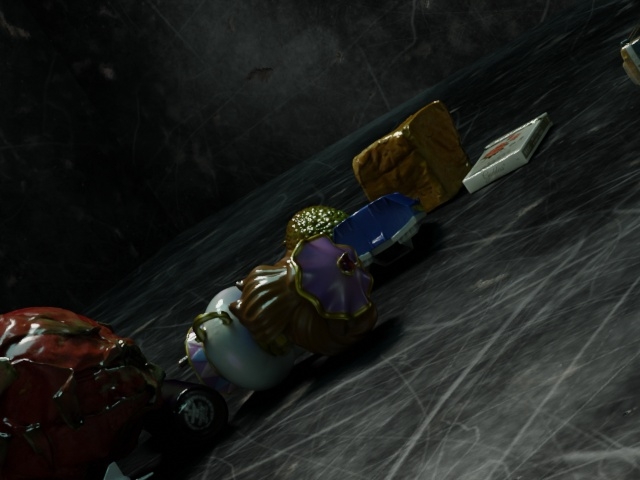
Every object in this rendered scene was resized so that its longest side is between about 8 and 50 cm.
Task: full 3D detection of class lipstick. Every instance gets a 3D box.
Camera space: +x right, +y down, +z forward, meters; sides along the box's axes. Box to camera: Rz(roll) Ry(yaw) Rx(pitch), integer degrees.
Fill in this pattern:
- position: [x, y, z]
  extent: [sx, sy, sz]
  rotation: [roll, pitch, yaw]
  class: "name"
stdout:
- position: [-0.197, 0.217, 1.709]
  extent: [0.081, 0.081, 0.300]
  rotation: [-37, 11, -22]
  class: "lipstick"

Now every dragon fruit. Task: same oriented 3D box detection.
- position: [-0.326, 0.197, 1.617]
  extent: [0.299, 0.244, 0.244]
  rotation: [-10, 14, 15]
  class: "dragon fruit"

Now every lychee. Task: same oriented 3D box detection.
- position: [0.000, 0.000, 2.143]
  extent: [0.146, 0.114, 0.114]
  rotation: [-6, 23, 35]
  class: "lychee"

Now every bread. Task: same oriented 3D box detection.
- position: [0.151, -0.120, 2.154]
  extent: [0.149, 0.143, 0.158]
  rotation: [-29, 5, 31]
  class: "bread"

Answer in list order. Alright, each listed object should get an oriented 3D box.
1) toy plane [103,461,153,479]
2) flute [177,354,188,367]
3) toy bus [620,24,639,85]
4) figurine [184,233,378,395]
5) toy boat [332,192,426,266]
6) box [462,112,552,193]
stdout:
- position: [-0.264, 0.309, 1.480]
  extent: [0.162, 0.065, 0.171]
  rotation: [-25, 14, 46]
  class: "toy plane"
- position: [-0.125, 0.130, 2.207]
  extent: [0.269, 0.014, 0.014]
  rotation: [-34, 8, -8]
  class: "flute"
- position: [0.489, -0.275, 1.902]
  extent: [0.103, 0.091, 0.182]
  rotation: [-32, 6, 26]
  class: "toy bus"
- position: [-0.041, 0.090, 1.614]
  extent: [0.263, 0.142, 0.189]
  rotation: [-32, -27, 32]
  class: "figurine"
- position: [0.099, -0.014, 1.959]
  extent: [0.129, 0.088, 0.295]
  rotation: [-33, -3, 10]
  class: "toy boat"
- position: [0.294, -0.140, 2.092]
  extent: [0.109, 0.029, 0.198]
  rotation: [-29, 10, 29]
  class: "box"
